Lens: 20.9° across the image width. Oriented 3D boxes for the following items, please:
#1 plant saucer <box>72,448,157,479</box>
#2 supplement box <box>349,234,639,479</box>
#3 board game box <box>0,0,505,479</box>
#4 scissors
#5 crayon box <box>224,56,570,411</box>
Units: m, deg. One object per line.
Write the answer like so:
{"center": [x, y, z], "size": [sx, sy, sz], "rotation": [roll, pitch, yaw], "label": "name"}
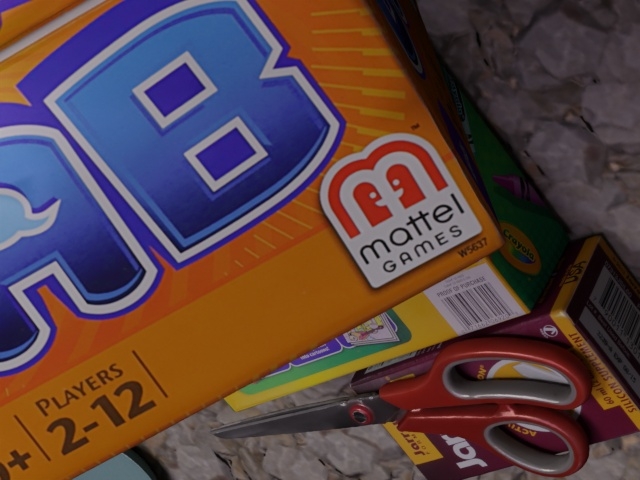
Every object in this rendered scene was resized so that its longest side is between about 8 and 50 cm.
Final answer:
{"center": [-0.179, 0.201, 1.460], "size": [0.119, 0.021, 0.119], "rotation": [16, 134, 18], "label": "plant saucer"}
{"center": [0.126, 0.083, 1.137], "size": [0.188, 0.081, 0.104], "rotation": [-24, 113, 42], "label": "supplement box"}
{"center": [-0.171, -0.122, 0.839], "size": [0.356, 0.356, 0.356], "rotation": [-29, 113, 9], "label": "board game box"}
{"center": [0.041, 0.101, 1.133], "size": [0.297, 0.021, 0.109], "rotation": [3, 130, 30], "label": "scissors"}
{"center": [0.000, 0.000, 1.138], "size": [0.278, 0.081, 0.165], "rotation": [-22, 114, 41], "label": "crayon box"}
